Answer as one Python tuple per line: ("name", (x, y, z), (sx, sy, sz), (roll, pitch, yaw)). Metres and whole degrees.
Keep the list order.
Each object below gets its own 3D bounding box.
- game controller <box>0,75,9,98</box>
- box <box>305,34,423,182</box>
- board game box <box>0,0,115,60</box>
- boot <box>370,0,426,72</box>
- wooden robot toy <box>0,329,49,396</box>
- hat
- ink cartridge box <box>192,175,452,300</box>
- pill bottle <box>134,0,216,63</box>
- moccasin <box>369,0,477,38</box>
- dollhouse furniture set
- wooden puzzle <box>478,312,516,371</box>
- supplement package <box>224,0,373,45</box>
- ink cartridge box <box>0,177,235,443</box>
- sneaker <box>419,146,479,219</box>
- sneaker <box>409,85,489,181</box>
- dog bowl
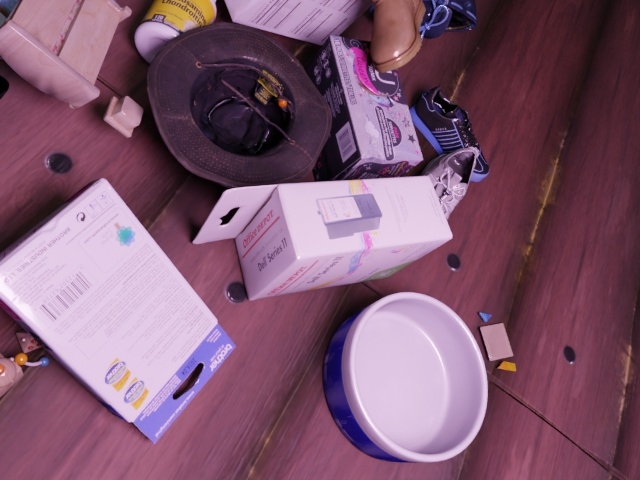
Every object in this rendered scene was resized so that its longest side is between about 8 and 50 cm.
("game controller", (-0.585, -0.253, 0.709), (0.319, 0.166, 0.067), (21, 98, -19))
("box", (0.067, -0.225, 1.031), (0.142, 0.163, 0.248), (-4, 71, -31))
("board game box", (-0.490, -0.440, 0.875), (0.317, 0.066, 0.319), (19, 65, -21))
("boot", (0.076, -0.447, 0.923), (0.269, 0.089, 0.236), (50, 38, -34))
("wooden robot toy", (-0.401, 0.162, 0.665), (0.076, 0.079, 0.173), (42, 55, -6))
("hat", (-0.147, -0.200, 0.926), (0.331, 0.134, 0.332), (15, 60, -27))
("ink cartridge box", (0.000, 0.000, 0.872), (0.353, 0.207, 0.119), (-7, 71, -29))
("pill bottle", (-0.245, -0.392, 0.973), (0.103, 0.103, 0.184), (25, 59, -17))
("moccasin", (0.266, -0.537, 1.292), (0.341, 0.137, 0.117), (-23, 85, -33))
("dollhouse furniture set", (-0.422, -0.350, 0.818), (0.355, 0.173, 0.304), (42, 41, -43))
("wooden puzzle", (0.346, 0.201, 1.090), (0.078, 0.014, 0.117), (6, 67, -31))
("supplement package", (-0.044, -0.528, 1.043), (0.262, 0.198, 0.199), (-8, 72, -49))
("ink cartridge box", (-0.263, 0.098, 0.731), (0.186, 0.065, 0.311), (-51, 120, -33))
("sneaker", (0.226, -0.095, 1.090), (0.105, 0.115, 0.281), (38, 56, -9))
("sneaker", (0.296, -0.230, 1.200), (0.232, 0.090, 0.081), (45, 56, -4))
("dog bowl", (0.141, 0.226, 0.913), (0.264, 0.104, 0.265), (11, 65, -24))
